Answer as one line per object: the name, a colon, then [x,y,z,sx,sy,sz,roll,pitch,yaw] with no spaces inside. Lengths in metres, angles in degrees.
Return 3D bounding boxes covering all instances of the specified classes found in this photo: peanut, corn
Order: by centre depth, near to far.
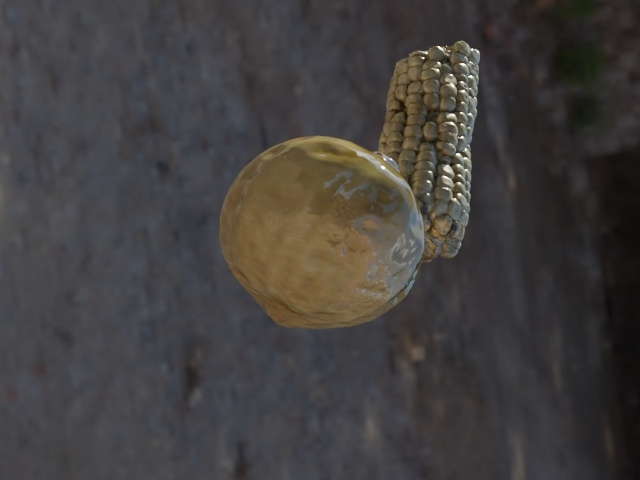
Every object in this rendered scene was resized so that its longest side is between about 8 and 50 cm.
peanut: [0.000,0.000,1.334,0.109,0.140,0.159,-40,159,-37]
corn: [0.084,-0.080,1.565,0.087,0.087,0.211,61,32,-59]
